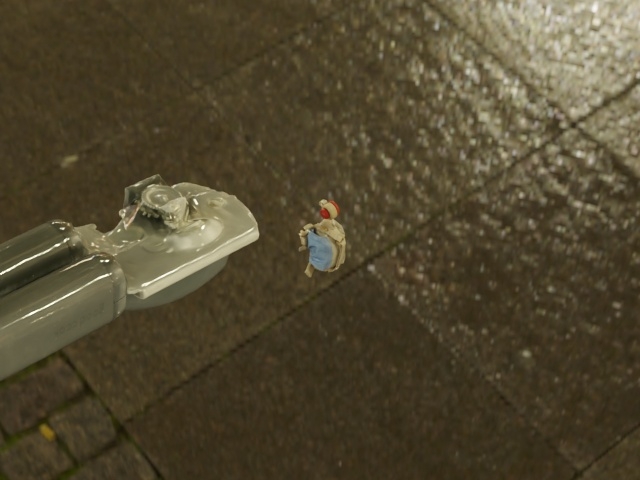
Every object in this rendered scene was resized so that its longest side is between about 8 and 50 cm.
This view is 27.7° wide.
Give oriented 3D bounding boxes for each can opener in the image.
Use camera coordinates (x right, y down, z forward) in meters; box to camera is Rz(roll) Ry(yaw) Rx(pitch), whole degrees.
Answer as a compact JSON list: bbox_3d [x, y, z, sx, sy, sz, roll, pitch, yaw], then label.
[{"bbox_3d":[-0.153,0.042,0.771,0.076,0.095,0.283,34,45,29],"label":"can opener"}]

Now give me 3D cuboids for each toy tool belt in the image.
[{"bbox_3d":[0.000,0.000,1.468,0.051,0.083,0.052,-32,46,-29],"label":"toy tool belt"}]
